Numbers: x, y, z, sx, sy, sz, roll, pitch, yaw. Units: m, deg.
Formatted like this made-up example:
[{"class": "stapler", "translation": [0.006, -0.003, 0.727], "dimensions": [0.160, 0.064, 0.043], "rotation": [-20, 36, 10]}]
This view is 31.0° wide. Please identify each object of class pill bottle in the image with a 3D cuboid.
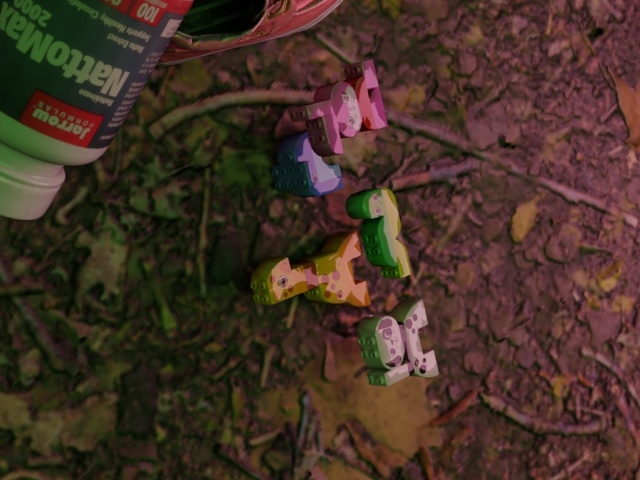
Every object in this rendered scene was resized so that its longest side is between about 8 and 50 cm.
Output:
[{"class": "pill bottle", "translation": [-0.159, -0.107, 0.690], "dimensions": [0.108, 0.108, 0.180], "rotation": [26, 107, -24]}]

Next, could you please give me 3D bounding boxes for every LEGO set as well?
[{"class": "LEGO set", "translation": [0.000, 0.000, 0.804], "dimensions": [0.093, 0.087, 0.227], "rotation": [-20, 101, -39]}]

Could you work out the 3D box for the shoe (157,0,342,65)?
[{"class": "shoe", "translation": [-0.040, -0.165, 0.783], "dimensions": [0.178, 0.081, 0.064], "rotation": [-25, 102, -23]}]
